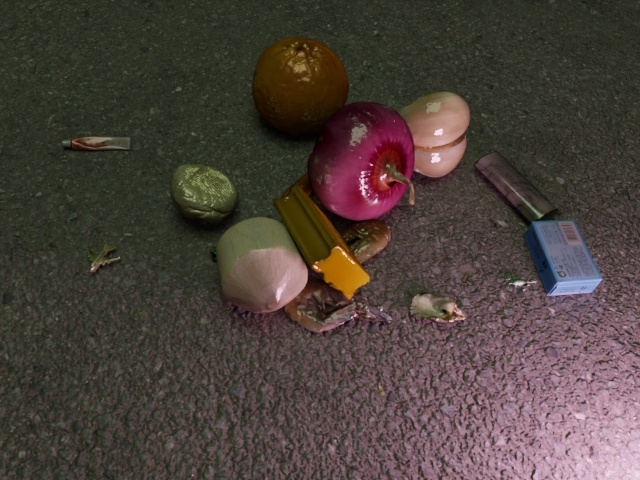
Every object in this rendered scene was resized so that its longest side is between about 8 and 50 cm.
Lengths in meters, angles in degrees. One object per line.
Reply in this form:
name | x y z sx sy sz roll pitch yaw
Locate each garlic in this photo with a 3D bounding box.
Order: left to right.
garlic | 0.375 -0.352 1.908 0.313 0.286 0.249 -6 21 -21

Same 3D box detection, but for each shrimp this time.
shrimp | 0.040 0.194 1.604 0.316 0.062 0.164 16 58 12
shrimp | 0.105 0.018 1.738 0.145 0.061 0.267 28 59 25

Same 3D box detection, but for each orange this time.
orange | -0.068 -0.541 1.987 0.340 0.293 0.341 4 53 -5

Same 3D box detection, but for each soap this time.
soap | 0.000 0.000 1.607 0.096 0.204 0.324 -39 43 6

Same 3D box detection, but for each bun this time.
bun | -0.359 -0.130 1.756 0.220 0.134 0.220 22 33 -15

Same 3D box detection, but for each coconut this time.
coconut | -0.160 0.078 1.549 0.237 0.237 0.266 -15 42 -15

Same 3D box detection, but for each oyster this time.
oyster | 0.324 0.190 1.639 0.146 0.045 0.122 -20 61 -10

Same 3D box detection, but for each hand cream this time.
hand cream | -0.750 -0.323 1.929 0.216 0.038 0.052 -4 81 -12

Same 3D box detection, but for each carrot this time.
carrot | -0.053 -0.172 1.859 0.067 0.067 0.225 32 55 17

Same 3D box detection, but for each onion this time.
onion | 0.153 -0.233 1.733 0.344 0.358 0.358 10 52 21

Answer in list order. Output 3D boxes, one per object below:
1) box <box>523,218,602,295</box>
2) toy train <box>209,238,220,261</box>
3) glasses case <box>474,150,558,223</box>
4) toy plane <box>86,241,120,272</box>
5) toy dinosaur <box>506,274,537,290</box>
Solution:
box | 0.734 0.049 1.759 0.142 0.083 0.232 -3 55 -8
toy train | -0.273 0.040 1.699 0.103 0.044 0.064 22 44 11
glasses case | 0.650 -0.177 1.930 0.114 0.060 0.299 -22 59 -23
toy plane | -0.633 0.050 1.656 0.102 0.040 0.111 13 54 7
toy dinosaur | 0.601 0.121 1.732 0.083 0.021 0.062 -21 45 -18
